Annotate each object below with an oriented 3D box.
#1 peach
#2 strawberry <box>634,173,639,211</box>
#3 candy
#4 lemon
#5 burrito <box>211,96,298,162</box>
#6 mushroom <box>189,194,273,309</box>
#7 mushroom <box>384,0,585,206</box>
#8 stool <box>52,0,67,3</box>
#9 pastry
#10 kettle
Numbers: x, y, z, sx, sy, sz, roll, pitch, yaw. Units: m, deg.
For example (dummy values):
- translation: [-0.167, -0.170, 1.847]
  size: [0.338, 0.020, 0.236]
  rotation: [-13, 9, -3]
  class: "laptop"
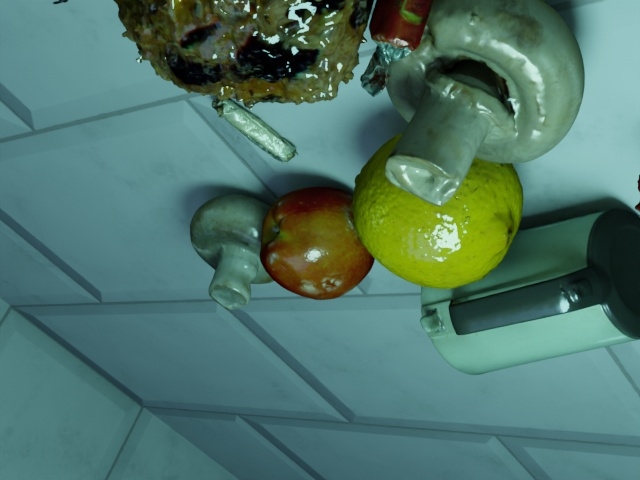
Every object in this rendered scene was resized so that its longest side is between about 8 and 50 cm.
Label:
- translation: [0.000, 0.000, 1.883]
  size: [0.243, 0.199, 0.243]
  rotation: [-9, 127, -12]
  class: "peach"
- translation: [0.577, -0.069, 1.413]
  size: [0.234, 0.234, 0.178]
  rotation: [17, -179, 13]
  class: "strawberry"
- translation: [0.113, -0.326, 1.236]
  size: [0.059, 0.292, 0.086]
  rotation: [13, -169, -25]
  class: "candy"
- translation: [0.193, -0.056, 1.576]
  size: [0.293, 0.293, 0.293]
  rotation: [18, 150, 11]
  class: "lemon"
- translation: [-0.123, -0.207, 1.791]
  size: [0.185, 0.041, 0.045]
  rotation: [37, 107, -21]
  class: "burrito"
- translation: [-0.175, 0.030, 2.027]
  size: [0.243, 0.243, 0.243]
  rotation: [18, 150, 11]
  class: "mushroom"
- translation: [0.201, -0.196, 1.308]
  size: [0.292, 0.290, 0.292]
  rotation: [23, 147, 16]
  class: "mushroom"
- translation: [-0.464, -0.467, 1.546]
  size: [0.121, 0.125, 0.217]
  rotation: [44, -177, 20]
  class: "stool"
- translation: [-0.082, -0.340, 1.294]
  size: [0.337, 0.292, 0.405]
  rotation: [28, 143, -27]
  class: "pastry"
- translation: [0.358, 0.096, 1.662]
  size: [0.361, 0.250, 0.376]
  rotation: [-6, 171, -42]
  class: "kettle"
